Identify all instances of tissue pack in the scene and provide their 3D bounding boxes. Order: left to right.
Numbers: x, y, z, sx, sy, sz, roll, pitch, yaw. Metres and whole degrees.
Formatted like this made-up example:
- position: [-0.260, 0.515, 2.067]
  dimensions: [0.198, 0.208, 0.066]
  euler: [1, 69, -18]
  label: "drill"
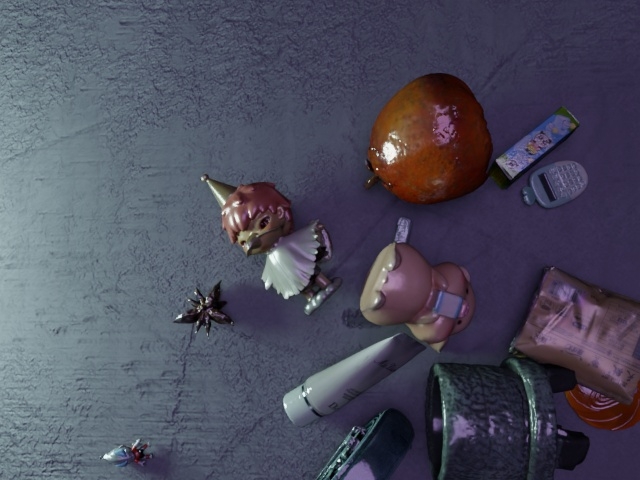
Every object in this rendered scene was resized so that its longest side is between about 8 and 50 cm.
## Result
- position: [0.551, 0.189, 1.429]
  dimensions: [0.257, 0.123, 0.215]
  euler: [23, 85, 16]
  label: "tissue pack"

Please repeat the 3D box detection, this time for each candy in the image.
- position: [0.463, -0.199, 1.506]
  dimensions: [0.194, 0.097, 0.062]
  euler: [-39, 80, -2]
  label: "candy"

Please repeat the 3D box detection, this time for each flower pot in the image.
- position: [0.360, 0.379, 1.356]
  dimensions: [0.283, 0.299, 0.298]
  euler: [0, 83, -1]
  label: "flower pot"

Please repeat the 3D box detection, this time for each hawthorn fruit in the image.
- position: [0.211, -0.190, 1.451]
  dimensions: [0.307, 0.276, 0.276]
  euler: [-33, 82, 20]
  label: "hawthorn fruit"

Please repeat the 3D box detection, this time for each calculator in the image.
- position: [0.518, -0.123, 1.530]
  dimensions: [0.153, 0.021, 0.095]
  euler: [-23, 83, 0]
  label: "calculator"

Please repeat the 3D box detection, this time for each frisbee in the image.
- position: [0.620, 0.309, 1.470]
  dimensions: [0.192, 0.035, 0.192]
  euler: [0, 83, 4]
  label: "frisbee"

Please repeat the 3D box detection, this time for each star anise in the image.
- position: [-0.264, 0.159, 1.522]
  dimensions: [0.129, 0.056, 0.124]
  euler: [-18, 71, -2]
  label: "star anise"

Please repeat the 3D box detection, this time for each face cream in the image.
- position: [0.065, 0.283, 1.442]
  dimensions: [0.314, 0.143, 0.089]
  euler: [-35, 55, 14]
  label: "face cream"

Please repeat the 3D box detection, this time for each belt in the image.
- position: [0.083, 0.455, 1.397]
  dimensions: [0.116, 0.206, 0.267]
  euler: [40, 77, 7]
  label: "belt"

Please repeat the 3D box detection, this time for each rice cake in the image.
- position: [0.167, 0.049, 1.525]
  dimensions: [0.033, 0.033, 0.207]
  euler: [12, 85, 15]
  label: "rice cake"

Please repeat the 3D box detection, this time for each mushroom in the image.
- position: [0.000, 0.000, 1.546]
  dimensions: [0.049, 0.019, 0.101]
  euler: [-25, 82, 1]
  label: "mushroom"

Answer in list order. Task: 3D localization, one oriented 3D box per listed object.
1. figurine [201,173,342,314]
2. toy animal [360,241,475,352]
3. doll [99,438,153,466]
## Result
- position: [-0.114, -0.017, 1.477]
  dimensions: [0.387, 0.166, 0.207]
  euler: [48, 127, 4]
  label: "figurine"
- position: [0.208, 0.107, 1.406]
  dimensions: [0.256, 0.213, 0.195]
  euler: [24, 85, -15]
  label: "toy animal"
- position: [-0.425, 0.471, 1.507]
  dimensions: [0.114, 0.039, 0.057]
  euler: [-8, 125, -6]
  label: "doll"
